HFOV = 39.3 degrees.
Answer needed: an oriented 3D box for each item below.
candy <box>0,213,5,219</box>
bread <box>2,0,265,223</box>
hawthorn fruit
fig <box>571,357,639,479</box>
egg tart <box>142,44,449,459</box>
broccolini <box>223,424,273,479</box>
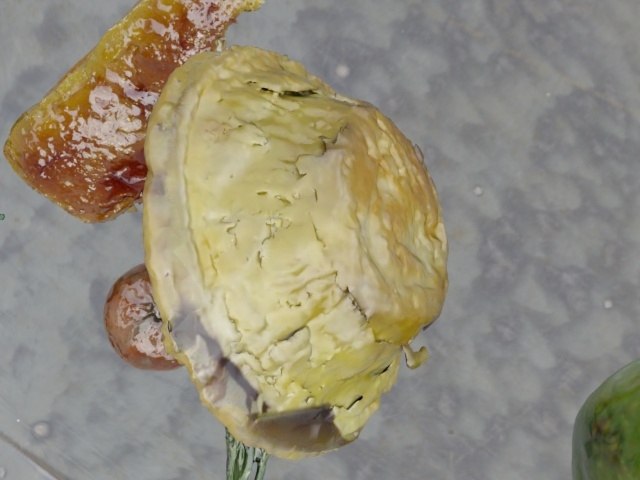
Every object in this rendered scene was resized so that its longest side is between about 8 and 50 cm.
[{"bbox_3d":[-0.418,-0.085,0.875,0.203,0.078,0.141,53,38,4],"label":"candy"},{"bbox_3d":[-0.200,-0.167,1.058,0.185,0.380,0.109,40,27,-26],"label":"bread"},{"bbox_3d":[-0.222,0.105,1.170,0.149,0.189,0.149,16,62,-32],"label":"hawthorn fruit"},{"bbox_3d":[0.280,0.204,0.591,0.206,0.206,0.275,21,41,-14],"label":"fig"},{"bbox_3d":[0.000,0.000,0.496,0.241,0.106,0.240,30,55,-53],"label":"egg tart"},{"bbox_3d":[-0.079,0.292,0.961,0.067,0.058,0.216,-7,72,24],"label":"broccolini"}]
